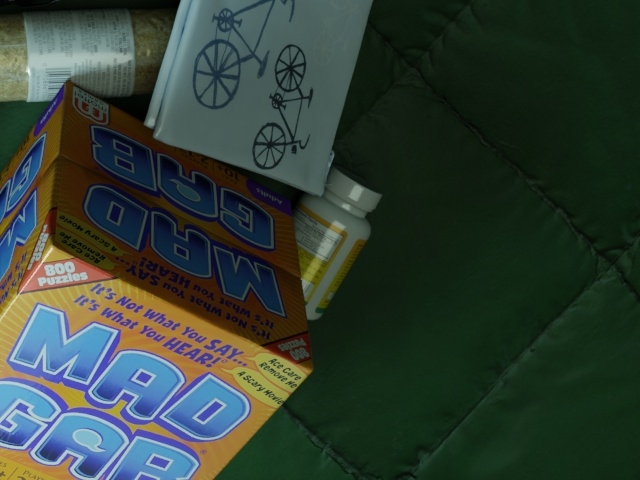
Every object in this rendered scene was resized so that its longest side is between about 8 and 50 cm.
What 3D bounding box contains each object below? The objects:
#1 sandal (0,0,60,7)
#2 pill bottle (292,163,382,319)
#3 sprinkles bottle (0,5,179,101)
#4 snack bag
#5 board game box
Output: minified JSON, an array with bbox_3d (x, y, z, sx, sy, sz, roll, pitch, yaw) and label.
[{"bbox_3d":[-0.366,-0.329,1.826,0.254,0.054,0.097,-16,150,-5],"label":"sandal"},{"bbox_3d":[0.000,0.000,2.054,0.117,0.117,0.208,26,100,-25],"label":"pill bottle"},{"bbox_3d":[-0.297,-0.244,1.863,0.355,0.121,0.121,-5,111,-16],"label":"sprinkles bottle"},{"bbox_3d":[-0.066,-0.249,1.884,0.342,0.037,0.323,17,87,-49],"label":"snack bag"},{"bbox_3d":[-0.268,0.093,1.817,0.356,0.356,0.356,28,119,-25],"label":"board game box"}]
